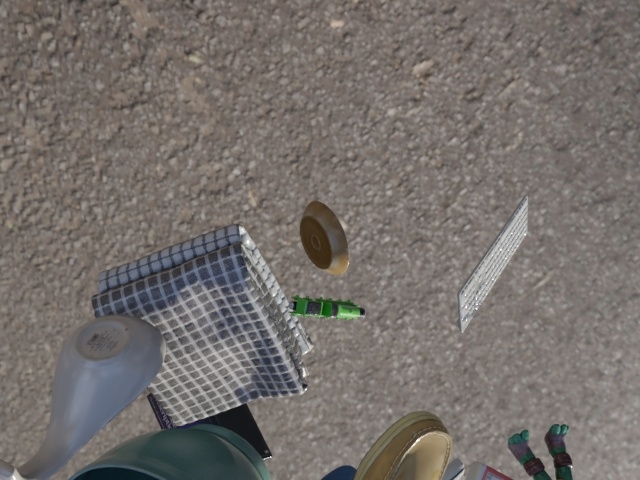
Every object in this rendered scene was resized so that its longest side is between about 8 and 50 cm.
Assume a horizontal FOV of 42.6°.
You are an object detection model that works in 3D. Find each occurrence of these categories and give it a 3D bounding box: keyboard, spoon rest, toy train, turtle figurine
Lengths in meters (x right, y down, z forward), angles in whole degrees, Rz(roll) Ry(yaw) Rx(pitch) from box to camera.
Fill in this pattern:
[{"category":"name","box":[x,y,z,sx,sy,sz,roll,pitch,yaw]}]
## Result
[{"category":"keyboard","box":[0.253,0.028,1.191,0.256,0.014,0.072,-47,145,-41]},{"category":"spoon rest","box":[-0.297,0.191,1.000,0.276,0.137,0.084,-53,151,-44]},{"category":"toy train","box":[0.007,0.056,0.666,0.083,0.023,0.017,10,87,-49]},{"category":"turtle figurine","box":[0.400,0.414,1.323,0.175,0.234,0.118,9,130,-33]}]

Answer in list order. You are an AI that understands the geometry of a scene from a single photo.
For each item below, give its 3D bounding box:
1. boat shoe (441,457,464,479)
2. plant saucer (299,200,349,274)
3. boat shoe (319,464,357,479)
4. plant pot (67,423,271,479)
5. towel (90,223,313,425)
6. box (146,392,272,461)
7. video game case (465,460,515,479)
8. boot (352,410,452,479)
[{"category":"boat shoe","box":[0.185,0.475,1.426,0.226,0.076,0.083,-35,165,-29]},{"category":"plant saucer","box":[0.000,0.000,0.868,0.015,0.083,0.083,-22,140,-28]},{"category":"boat shoe","box":[-0.005,0.540,1.534,0.258,0.109,0.089,-48,115,-16]},{"category":"plant pot","box":[-0.183,0.376,1.126,0.293,0.293,0.196,-59,171,30]},{"category":"towel","box":[-0.161,0.136,1.190,0.235,0.121,0.284,-22,123,7]},{"category":"box","box":[-0.241,0.394,1.753,0.103,0.261,0.184,-3,146,-51]},{"category":"video game case","box":[0.276,0.445,1.094,0.285,0.025,0.204,31,74,-20]},{"category":"boot","box":[0.092,0.322,0.816,0.095,0.203,0.262,29,91,-29]}]
